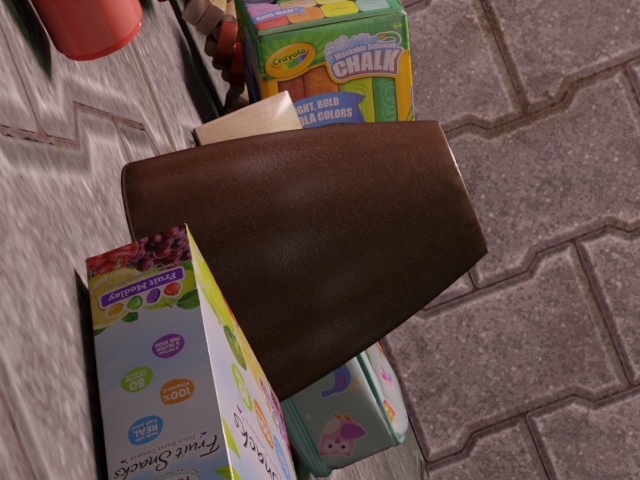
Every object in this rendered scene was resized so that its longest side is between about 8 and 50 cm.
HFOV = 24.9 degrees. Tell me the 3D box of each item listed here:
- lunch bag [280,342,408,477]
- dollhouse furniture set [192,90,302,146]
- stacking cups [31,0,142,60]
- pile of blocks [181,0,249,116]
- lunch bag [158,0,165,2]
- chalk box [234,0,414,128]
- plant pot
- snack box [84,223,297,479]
[{"bbox_3d":[-0.011,0.087,1.373,0.224,0.108,0.279,63,3,-8],"label":"lunch bag"},{"bbox_3d":[-0.096,-0.068,1.621,0.151,0.123,0.144,-9,-76,58],"label":"dollhouse furniture set"},{"bbox_3d":[-0.193,-0.257,0.881,0.096,0.096,0.316,-107,176,-50],"label":"stacking cups"},{"bbox_3d":[-0.101,-0.285,1.816,0.112,0.149,0.362,-91,159,-60],"label":"pile of blocks"},{"bbox_3d":[-0.153,-0.390,1.455,0.293,0.120,0.258,170,-101,-77],"label":"lunch bag"},{"bbox_3d":[0.003,-0.214,1.712,0.179,0.180,0.289,-114,-166,-59],"label":"chalk box"},{"bbox_3d":[0.000,0.000,1.089,0.215,0.230,0.215,-22,90,-86],"label":"plant pot"},{"bbox_3d":[-0.060,0.124,0.797,0.207,0.070,0.174,-104,173,-46],"label":"snack box"}]
